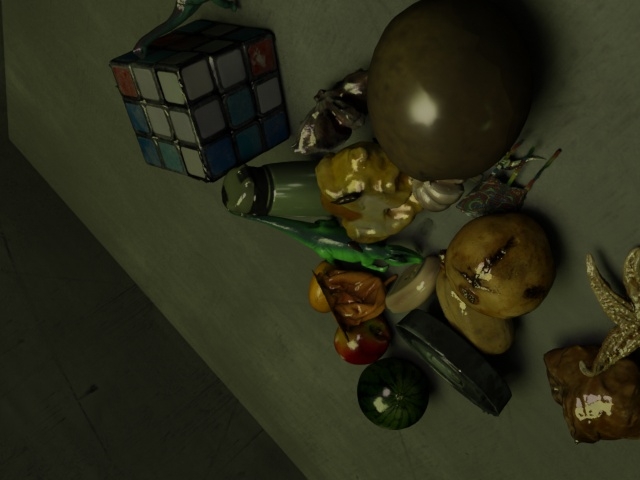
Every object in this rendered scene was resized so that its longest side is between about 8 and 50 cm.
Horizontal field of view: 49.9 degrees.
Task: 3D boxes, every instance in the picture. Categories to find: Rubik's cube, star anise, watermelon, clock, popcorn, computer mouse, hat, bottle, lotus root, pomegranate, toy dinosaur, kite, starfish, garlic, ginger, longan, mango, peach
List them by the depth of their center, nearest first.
[{"bbox_3d":[0.264,-0.307,1.424,0.336,0.405,0.405,-1,128,7],"label":"longan"},{"bbox_3d":[0.714,0.190,1.527,0.375,0.094,0.327,41,114,18],"label":"starfish"},{"bbox_3d":[0.431,-0.187,1.601,0.058,0.037,0.180,43,160,-29],"label":"toy dinosaur"},{"bbox_3d":[0.443,-0.134,1.609,0.152,0.015,0.285,18,141,-9],"label":"kite"},{"bbox_3d":[0.428,0.062,1.648,0.260,0.260,0.260,30,140,29],"label":"pomegranate"},{"bbox_3d":[0.306,-0.135,1.661,0.131,0.194,0.127,-8,90,56],"label":"garlic"},{"bbox_3d":[0.680,0.354,1.671,0.222,0.269,0.200,-18,122,12],"label":"ginger"},{"bbox_3d":[0.061,-0.322,1.751,0.139,0.316,0.359,32,-166,-22],"label":"star anise"},{"bbox_3d":[-0.372,-0.695,1.801,0.129,0.330,0.384,35,141,31],"label":"toy dinosaur"},{"bbox_3d":[0.128,-0.147,1.807,0.297,0.281,0.316,20,155,-10],"label":"popcorn"},{"bbox_3d":[0.407,0.160,1.843,0.343,0.151,0.169,61,160,-13],"label":"lotus root"},{"bbox_3d":[0.275,0.130,1.972,0.082,0.145,0.236,37,145,-5],"label":"computer mouse"},{"bbox_3d":[0.379,0.347,1.974,0.386,0.076,0.386,43,172,8],"label":"clock"},{"bbox_3d":[-0.111,-0.146,1.974,0.168,0.346,0.169,12,104,61],"label":"bottle"},{"bbox_3d":[0.000,0.000,1.989,0.374,0.499,0.144,-165,88,-68],"label":"toy dinosaur"},{"bbox_3d":[-0.341,-0.414,2.020,0.363,0.358,0.362,20,136,42],"label":"Rubik's cube"},{"bbox_3d":[0.129,0.151,2.125,0.244,0.233,0.233,64,-179,14],"label":"hat"},{"bbox_3d":[0.239,0.506,2.276,0.242,0.242,0.242,30,140,29],"label":"watermelon"},{"bbox_3d":[0.132,0.325,2.281,0.197,0.197,0.197,30,140,29],"label":"peach"},{"bbox_3d":[0.022,0.147,2.282,0.112,0.145,0.219,21,136,14],"label":"mango"}]
